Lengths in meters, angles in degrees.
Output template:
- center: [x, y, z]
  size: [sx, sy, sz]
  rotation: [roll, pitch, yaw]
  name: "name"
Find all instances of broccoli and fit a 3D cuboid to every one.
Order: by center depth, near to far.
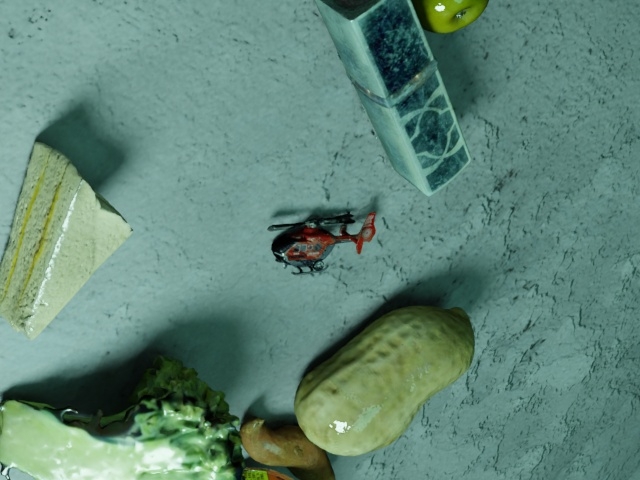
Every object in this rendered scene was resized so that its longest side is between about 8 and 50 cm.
- center: [-0.205, 0.229, 1.539]
  size: [0.180, 0.273, 0.242]
  rotation: [-91, -154, -83]
  name: "broccoli"

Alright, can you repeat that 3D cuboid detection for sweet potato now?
- center: [-0.033, 0.248, 1.750]
  size: [0.055, 0.058, 0.202]
  rotation: [-15, 147, 30]
  name: "sweet potato"

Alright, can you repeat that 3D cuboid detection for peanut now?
- center: [0.081, 0.157, 1.728]
  size: [0.253, 0.122, 0.137]
  rotation: [-39, 149, -17]
  name: "peanut"

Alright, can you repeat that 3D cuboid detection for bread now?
- center: [-0.255, 0.002, 1.328]
  size: [0.152, 0.077, 0.105]
  rotation: [-49, 144, -4]
  name: "bread"

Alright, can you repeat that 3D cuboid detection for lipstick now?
- center: [0.079, -0.160, 1.498]
  size: [0.077, 0.076, 0.289]
  rotation: [-42, 142, -10]
  name: "lipstick"

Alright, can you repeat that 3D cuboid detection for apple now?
- center: [0.124, -0.247, 1.470]
  size: [0.090, 0.074, 0.089]
  rotation: [-23, 153, -12]
  name: "apple"

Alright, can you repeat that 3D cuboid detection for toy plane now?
- center: [0.000, 0.000, 1.589]
  size: [0.145, 0.037, 0.060]
  rotation: [-8, 116, -33]
  name: "toy plane"

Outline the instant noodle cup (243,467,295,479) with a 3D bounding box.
- center: [-0.078, 0.402, 1.751]
  size: [0.193, 0.193, 0.212]
  rotation: [-32, 145, -18]
  name: "instant noodle cup"
